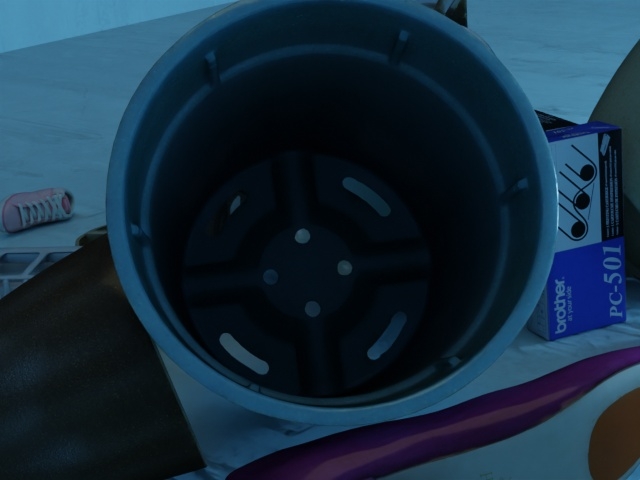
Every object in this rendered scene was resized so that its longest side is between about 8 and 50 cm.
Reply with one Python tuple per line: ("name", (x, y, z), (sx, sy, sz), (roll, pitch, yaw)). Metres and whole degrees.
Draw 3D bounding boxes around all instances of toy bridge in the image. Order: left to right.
("toy bridge", (-0.280, 0.000, 1.896), (0.063, 0.026, 0.188), (0, 18, 21))

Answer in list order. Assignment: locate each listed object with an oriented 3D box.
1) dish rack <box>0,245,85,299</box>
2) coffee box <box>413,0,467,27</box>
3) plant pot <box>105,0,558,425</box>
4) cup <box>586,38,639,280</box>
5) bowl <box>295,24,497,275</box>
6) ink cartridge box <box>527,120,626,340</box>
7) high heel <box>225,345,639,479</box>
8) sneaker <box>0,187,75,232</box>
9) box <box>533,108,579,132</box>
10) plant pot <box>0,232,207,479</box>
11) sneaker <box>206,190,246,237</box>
("dish rack", (-0.347, 0.091, 1.552), (0.285, 0.072, 0.333), (0, 18, 12))
("coffee box", (0.112, -0.203, 1.972), (0.168, 0.297, 0.119), (-6, 21, -6))
("plant pot", (0.000, 0.000, 1.244), (0.341, 0.341, 0.334), (-7, -11, -5))
("cup", (0.410, -0.082, 1.562), (0.237, 0.331, 0.331), (-35, 24, -9))
("bowl", (0.127, -0.060, 1.574), (0.163, 0.311, 0.311), (29, -6, -37))
("ink cartridge box", (0.257, -0.010, 1.468), (0.097, 0.207, 0.046), (-13, 19, -22))
("high heel", (0.113, 0.147, 1.133), (0.377, 0.127, 0.181), (-22, 34, -33))
("sneaker", (-0.394, -0.046, 2.029), (0.070, 0.051, 0.134), (-3, 13, 24))
("box", (0.235, -0.073, 1.787), (0.163, 0.142, 0.247), (-12, 21, -23))
("plant pot", (-0.241, 0.137, 1.210), (0.230, 0.215, 0.215), (-23, 20, -7))
("sneaker", (-0.041, -0.049, 1.713), (0.202, 0.185, 0.483), (19, 37, 20))
